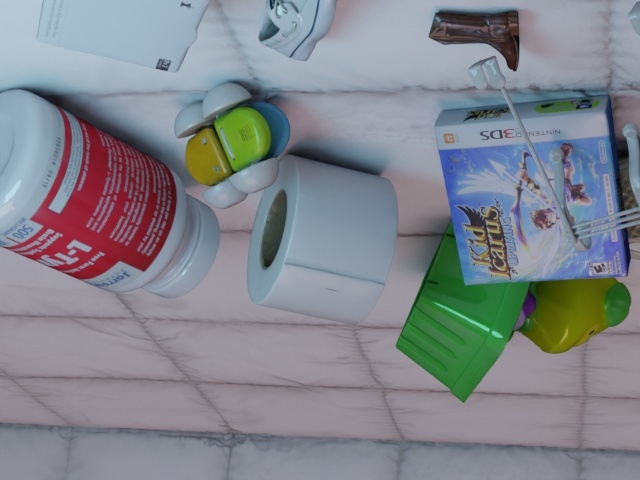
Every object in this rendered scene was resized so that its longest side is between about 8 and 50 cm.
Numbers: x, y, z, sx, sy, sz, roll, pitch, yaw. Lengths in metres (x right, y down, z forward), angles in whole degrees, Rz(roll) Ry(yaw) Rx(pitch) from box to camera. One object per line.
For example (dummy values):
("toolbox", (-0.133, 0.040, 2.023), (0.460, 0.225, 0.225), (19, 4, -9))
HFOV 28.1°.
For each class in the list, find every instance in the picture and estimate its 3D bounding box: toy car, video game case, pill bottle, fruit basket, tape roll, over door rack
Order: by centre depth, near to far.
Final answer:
("over door rack", (0.375, -0.150, 1.637), (0.240, 0.108, 0.324), (-18, 121, 32))
("video game case", (0.308, -0.066, 1.846), (0.244, 0.061, 0.269), (-3, 118, 21))
("toy car", (-0.115, -0.144, 1.871), (0.136, 0.159, 0.182), (-22, 177, -40))
("pill bottle", (-0.358, -0.054, 1.995), (0.229, 0.229, 0.408), (-14, 151, 38))
("tape roll", (0.000, 0.000, 2.026), (0.169, 0.246, 0.246), (13, 156, -18))
("fruit basket", (0.354, 0.133, 2.281), (0.392, 0.283, 0.392), (21, 157, 9))

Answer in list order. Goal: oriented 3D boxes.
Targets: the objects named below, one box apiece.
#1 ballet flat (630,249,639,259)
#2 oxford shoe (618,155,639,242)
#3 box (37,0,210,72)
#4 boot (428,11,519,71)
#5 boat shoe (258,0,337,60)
("ballet flat", (0.559, -0.022, 2.024), (0.316, 0.106, 0.107), (-9, 153, 30))
("oxford shoe", (0.480, -0.067, 1.930), (0.449, 0.130, 0.169), (-10, 109, 16))
("box", (-0.228, -0.306, 1.507), (0.182, 0.119, 0.181), (11, 156, -15))
("boot", (0.197, -0.255, 1.639), (0.114, 0.037, 0.106), (-2, 143, 9))
("boat shoe", (-0.030, -0.281, 1.566), (0.076, 0.083, 0.226), (8, 158, -10))
